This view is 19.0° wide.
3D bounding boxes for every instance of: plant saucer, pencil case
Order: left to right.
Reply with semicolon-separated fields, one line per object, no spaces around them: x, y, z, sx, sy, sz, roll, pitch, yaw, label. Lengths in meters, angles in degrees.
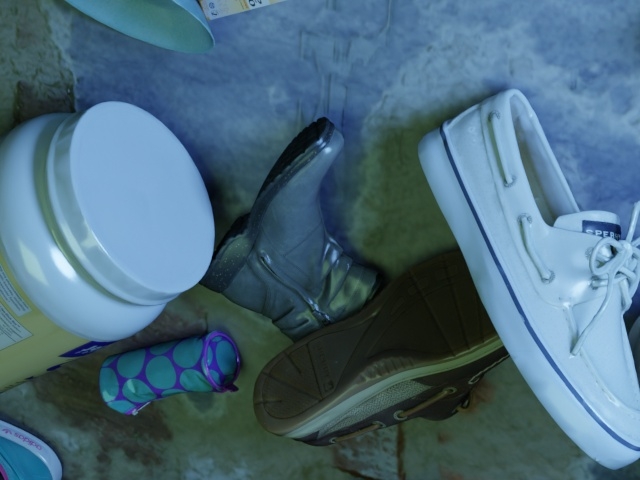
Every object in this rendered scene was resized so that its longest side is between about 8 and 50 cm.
-0.184;-0.242;1.849;0.195;0.195;0.037;19;78;16;plant saucer
-0.162;0.144;2.061;0.152;0.064;0.070;-15;91;31;pencil case

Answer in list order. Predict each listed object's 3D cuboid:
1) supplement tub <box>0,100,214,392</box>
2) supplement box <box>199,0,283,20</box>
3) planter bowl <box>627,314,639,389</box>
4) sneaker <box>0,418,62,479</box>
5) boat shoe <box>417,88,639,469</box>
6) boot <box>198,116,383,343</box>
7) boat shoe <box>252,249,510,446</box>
-0.297;0.013;1.956;0.331;0.241;0.241;-24;102;33;supplement tub
-0.074;-0.254;1.841;0.098;0.036;0.062;-11;109;29;supplement box
0.348;0.113;1.759;0.109;0.162;0.162;17;124;48;planter bowl
-0.462;0.267;2.176;0.295;0.178;0.124;19;124;7;sneaker
0.231;0.017;1.722;0.156;0.136;0.367;-36;61;23;boat shoe
0.000;0.000;1.920;0.161;0.083;0.246;32;124;-6;boot
0.102;0.117;1.905;0.342;0.123;0.123;-30;139;19;boat shoe
